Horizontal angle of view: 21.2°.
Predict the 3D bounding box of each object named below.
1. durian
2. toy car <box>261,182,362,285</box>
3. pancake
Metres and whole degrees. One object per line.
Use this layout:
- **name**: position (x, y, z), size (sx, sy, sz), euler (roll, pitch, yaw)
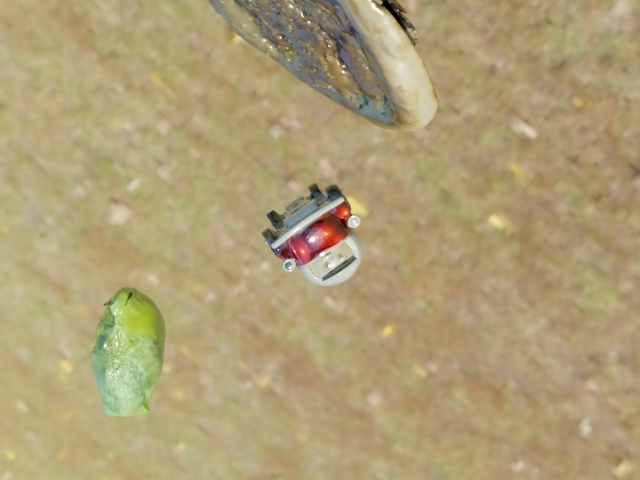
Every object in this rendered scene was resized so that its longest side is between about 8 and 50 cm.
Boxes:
- **durian**: position (-0.284, 0.159, 2.546), size (0.101, 0.139, 0.250), euler (8, 123, 0)
- **toy car**: position (0.000, 0.000, 2.035), size (0.112, 0.112, 0.139), euler (55, -179, -12)
- **pancake**: position (-0.035, -0.258, 1.793), size (0.382, 0.071, 0.382), euler (38, 168, 10)
